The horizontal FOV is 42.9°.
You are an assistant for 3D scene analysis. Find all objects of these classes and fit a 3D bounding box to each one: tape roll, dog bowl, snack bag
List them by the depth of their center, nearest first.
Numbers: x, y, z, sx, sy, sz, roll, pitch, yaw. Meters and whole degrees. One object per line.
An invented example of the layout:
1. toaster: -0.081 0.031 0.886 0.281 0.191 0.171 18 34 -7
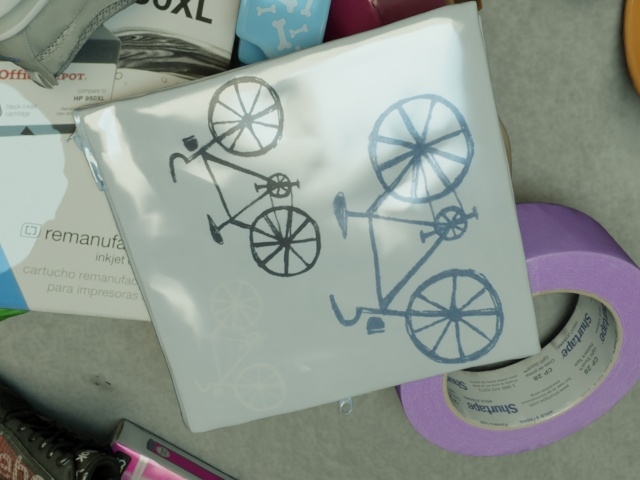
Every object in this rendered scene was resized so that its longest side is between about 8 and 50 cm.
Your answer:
1. snack bag: 0.000 0.000 0.693 0.343 0.037 0.322 -15 109 2
2. dog bowl: -0.042 -0.166 0.757 0.074 0.165 0.297 9 127 -5
3. tape roll: 0.203 0.098 0.843 0.275 0.090 0.274 -8 126 -10

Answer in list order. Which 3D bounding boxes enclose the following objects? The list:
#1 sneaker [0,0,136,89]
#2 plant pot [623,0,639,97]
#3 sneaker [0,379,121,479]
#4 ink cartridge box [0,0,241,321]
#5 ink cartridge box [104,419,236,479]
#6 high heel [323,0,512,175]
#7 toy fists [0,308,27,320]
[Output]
1. sneaker: -0.161 -0.239 0.610 0.105 0.115 0.281 28 72 26
2. plant pot: 0.461 -0.224 0.757 0.204 0.291 0.290 6 103 -20
3. sneaker: -0.287 0.235 0.859 0.135 0.098 0.276 -45 71 14
4. ink cartridge box: -0.241 -0.145 0.718 0.286 0.166 0.394 8 95 -28
5. ink cartridge box: -0.120 0.376 0.958 0.371 0.069 0.175 31 99 -11
6. high heel: 0.092 -0.123 0.862 0.181 0.127 0.377 6 117 36
7. toy fists: -0.371 -0.046 0.835 0.142 0.096 0.279 -10 103 5
